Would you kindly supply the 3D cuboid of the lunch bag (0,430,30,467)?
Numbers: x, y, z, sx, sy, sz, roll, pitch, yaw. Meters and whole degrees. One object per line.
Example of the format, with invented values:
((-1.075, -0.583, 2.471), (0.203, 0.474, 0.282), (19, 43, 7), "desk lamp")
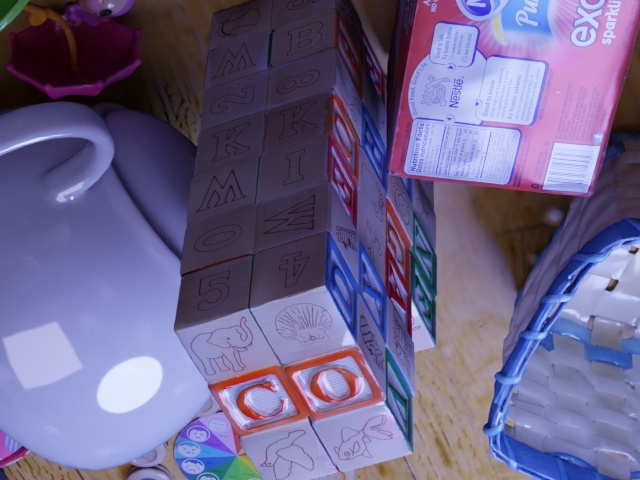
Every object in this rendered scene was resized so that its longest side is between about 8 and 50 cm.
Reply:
((-0.337, 0.103, 1.236), (0.293, 0.120, 0.258), (-19, 124, 22), "lunch bag")

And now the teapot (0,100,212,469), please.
((-0.131, 0.003, 1.083), (0.187, 0.256, 0.252), (-37, 108, 15), "teapot")

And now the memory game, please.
((-0.064, 0.172, 1.362), (0.186, 0.012, 0.186), (1, 130, 2), "memory game")

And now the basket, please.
((0.220, 0.088, 1.097), (0.201, 0.289, 0.255), (19, 132, -7), "basket")

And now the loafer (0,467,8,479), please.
((-0.305, 0.240, 1.398), (0.078, 0.076, 0.223), (37, 130, 19), "loafer")

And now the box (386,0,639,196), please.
((0.115, -0.163, 0.997), (0.128, 0.123, 0.257), (5, 130, -3), "box")

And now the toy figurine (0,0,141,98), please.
((-0.153, -0.153, 1.020), (0.173, 0.130, 0.159), (-47, 150, 5), "toy figurine")

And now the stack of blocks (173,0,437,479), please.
((0.000, 0.000, 1.026), (0.087, 0.297, 0.171), (-17, 127, 15), "stack of blocks")
